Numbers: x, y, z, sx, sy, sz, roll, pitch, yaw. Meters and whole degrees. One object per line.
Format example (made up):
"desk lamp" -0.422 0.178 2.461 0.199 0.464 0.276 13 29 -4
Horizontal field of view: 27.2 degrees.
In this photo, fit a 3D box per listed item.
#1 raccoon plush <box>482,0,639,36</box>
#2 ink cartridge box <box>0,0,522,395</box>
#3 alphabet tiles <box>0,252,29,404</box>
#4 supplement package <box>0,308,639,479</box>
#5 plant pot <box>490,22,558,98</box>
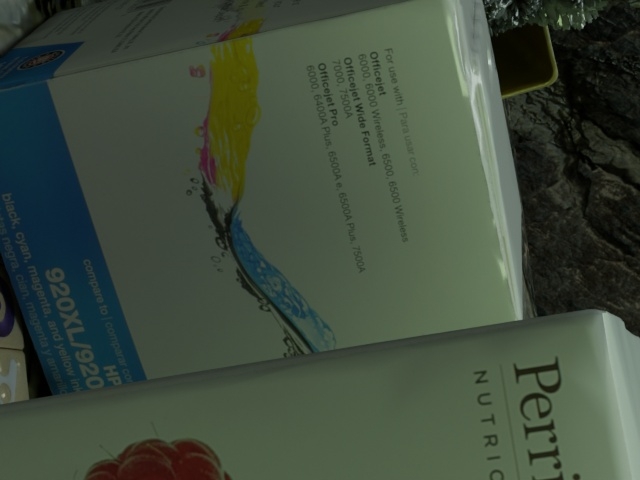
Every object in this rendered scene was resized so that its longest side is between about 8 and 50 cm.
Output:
"raccoon plush" 0.162 -0.260 1.194 0.446 0.299 0.216 -50 129 -72
"ink cartridge box" -0.025 -0.040 0.661 0.171 0.232 0.168 -72 150 -66
"alphabet tiles" -0.183 -0.020 0.520 0.237 0.009 0.198 24 57 -73
"supplement package" -0.035 0.132 0.408 0.175 0.293 0.177 23 57 -73
"plant pot" 0.129 -0.274 1.505 0.187 0.212 0.212 -98 171 -66
